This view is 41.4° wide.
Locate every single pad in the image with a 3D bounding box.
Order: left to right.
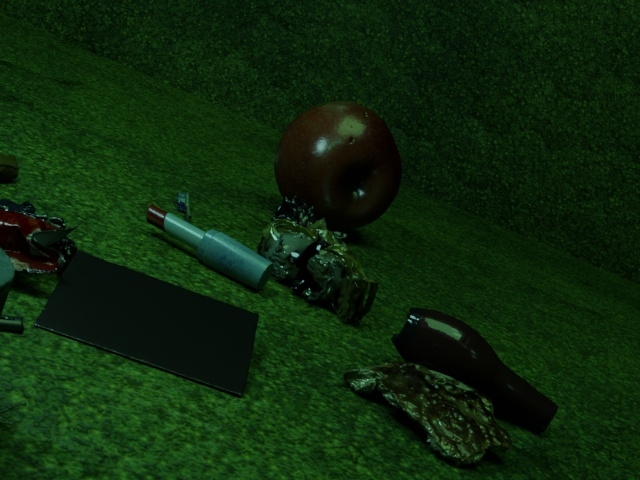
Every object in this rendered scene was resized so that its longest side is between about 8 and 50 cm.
[{"bbox_3d":[-0.241,0.116,1.238,0.300,0.005,0.202,20,29,-8],"label":"pad"}]

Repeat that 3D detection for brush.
[{"bbox_3d":[-0.299,-0.070,1.855,0.030,0.033,0.178,12,17,-15],"label":"brush"}]

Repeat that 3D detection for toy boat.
[{"bbox_3d":[-0.617,-0.133,1.571,0.047,0.048,0.149,-4,5,24],"label":"toy boat"}]

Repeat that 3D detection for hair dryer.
[{"bbox_3d":[0.267,0.219,1.602,0.313,0.123,0.340,33,3,-5],"label":"hair dryer"}]

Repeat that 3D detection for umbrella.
[{"bbox_3d":[-0.429,0.001,1.336,0.248,0.070,0.071,29,16,28],"label":"umbrella"},{"bbox_3d":[0.000,0.000,1.922,0.110,0.122,0.272,-34,49,-19],"label":"umbrella"}]

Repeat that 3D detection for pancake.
[{"bbox_3d":[0.188,0.265,1.351,0.257,0.056,0.212,40,28,29],"label":"pancake"}]

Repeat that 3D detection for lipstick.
[{"bbox_3d":[-0.220,0.007,1.624,0.274,0.068,0.061,28,21,14],"label":"lipstick"}]

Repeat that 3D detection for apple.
[{"bbox_3d":[0.050,-0.193,2.225,0.349,0.348,0.277,15,15,-29],"label":"apple"}]

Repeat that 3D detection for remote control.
[{"bbox_3d":[-0.427,0.100,1.086,0.091,0.016,0.034,12,23,-34],"label":"remote control"}]

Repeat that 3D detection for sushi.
[{"bbox_3d":[-0.011,0.043,1.687,0.131,0.139,0.291,-4,31,-45],"label":"sushi"}]

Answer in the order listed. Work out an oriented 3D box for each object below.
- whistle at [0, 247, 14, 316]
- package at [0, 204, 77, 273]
[{"bbox_3d":[-0.435,0.094,0.793,0.188,0.168,0.404,23,14,-2],"label":"whistle"},{"bbox_3d":[-0.500,-0.018,1.237,0.270,0.071,0.194,16,21,-12],"label":"package"}]
